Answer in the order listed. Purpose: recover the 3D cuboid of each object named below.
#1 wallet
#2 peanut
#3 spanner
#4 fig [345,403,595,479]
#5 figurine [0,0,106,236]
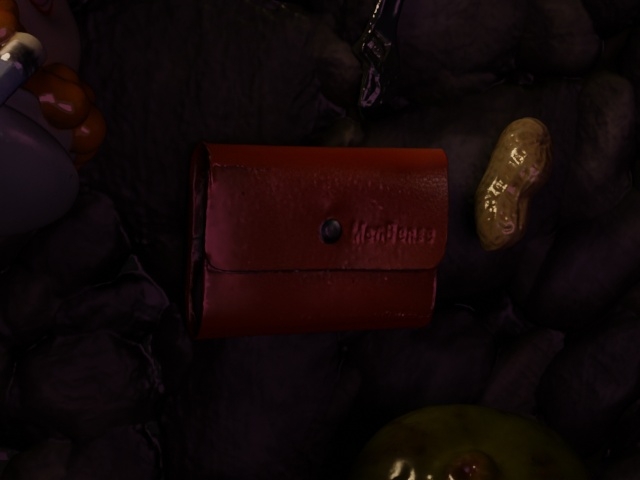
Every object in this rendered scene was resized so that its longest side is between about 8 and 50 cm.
[{"bbox_3d":[0.000,0.000,1.078,0.204,0.045,0.142,-1,99,-29],"label":"wallet"},{"bbox_3d":[0.152,-0.043,1.148,0.054,0.054,0.113,25,83,-30],"label":"peanut"},{"bbox_3d":[0.062,-0.199,1.095,0.046,0.012,0.208,15,91,-30],"label":"spanner"},{"bbox_3d":[0.116,0.240,1.116,0.203,0.203,0.225,-35,145,-19],"label":"fig"},{"bbox_3d":[-0.245,-0.187,0.869,0.205,0.224,0.382,-7,78,-5],"label":"figurine"}]
